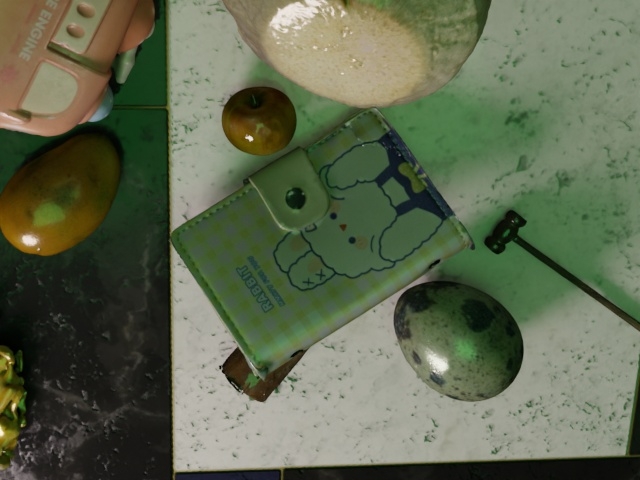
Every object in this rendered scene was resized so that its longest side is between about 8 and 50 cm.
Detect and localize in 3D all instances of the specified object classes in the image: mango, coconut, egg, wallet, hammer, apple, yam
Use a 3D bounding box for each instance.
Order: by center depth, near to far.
[{"bbox_3d":[0.049,-0.306,1.030,0.329,0.329,0.328,-2,108,-7],"label":"coconut"},{"bbox_3d":[-0.072,-0.140,1.162,0.090,0.089,0.074,-6,121,-5],"label":"apple"},{"bbox_3d":[-0.303,-0.051,1.163,0.163,0.089,0.111,-31,108,-5],"label":"mango"},{"bbox_3d":[0.000,0.000,1.192,0.310,0.077,0.223,-33,85,-7],"label":"wallet"},{"bbox_3d":[0.174,0.125,1.253,0.182,0.141,0.141,38,100,-8],"label":"egg"},{"bbox_3d":[-0.062,0.141,1.259,0.084,0.084,0.127,41,98,-17],"label":"yam"},{"bbox_3d":[0.344,0.059,1.316,0.292,0.029,0.058,34,103,-18],"label":"hammer"}]

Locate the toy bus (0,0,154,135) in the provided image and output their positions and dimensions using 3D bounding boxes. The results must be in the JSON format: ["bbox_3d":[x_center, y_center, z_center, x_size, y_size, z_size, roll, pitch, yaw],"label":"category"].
[{"bbox_3d":[-0.307,-0.240,1.060,0.232,0.194,0.287,23,103,-26],"label":"toy bus"}]

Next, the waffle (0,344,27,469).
[{"bbox_3d":[-0.506,0.210,1.236,0.262,0.060,0.280,1,108,-8],"label":"waffle"}]
